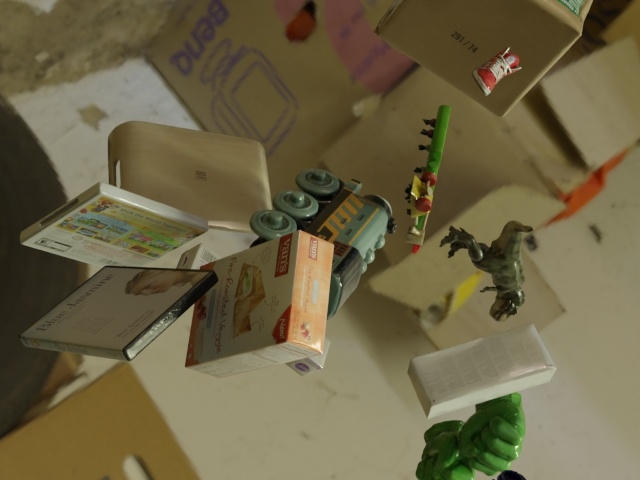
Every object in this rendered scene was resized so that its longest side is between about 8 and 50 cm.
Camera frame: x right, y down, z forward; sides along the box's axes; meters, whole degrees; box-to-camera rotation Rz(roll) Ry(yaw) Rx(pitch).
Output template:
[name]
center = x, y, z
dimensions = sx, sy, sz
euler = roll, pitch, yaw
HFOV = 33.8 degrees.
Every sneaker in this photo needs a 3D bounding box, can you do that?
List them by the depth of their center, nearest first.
[sneaker]
center = 0.274, -0.263, 1.628
dimensions = 0.067, 0.042, 0.118
euler = -28, -166, 21

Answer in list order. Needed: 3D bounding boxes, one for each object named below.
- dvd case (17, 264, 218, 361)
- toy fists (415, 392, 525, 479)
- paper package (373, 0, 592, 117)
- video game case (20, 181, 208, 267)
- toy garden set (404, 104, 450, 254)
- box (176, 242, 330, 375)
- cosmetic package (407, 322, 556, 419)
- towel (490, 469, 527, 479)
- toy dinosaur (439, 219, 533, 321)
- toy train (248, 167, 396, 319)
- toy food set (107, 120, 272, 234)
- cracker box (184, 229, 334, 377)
[dvd case]
center = -0.280, 0.094, 1.449
dimensions = 0.253, 0.022, 0.180
euler = 0, -146, 44
[toy fists]
center = 0.287, 0.400, 2.034
dimensions = 0.279, 0.096, 0.142
euler = -40, -145, 39
[paper package]
center = 0.328, -0.456, 2.102
dimensions = 0.309, 0.324, 0.168
euler = -49, -170, 53
[video game case]
center = -0.333, -0.015, 1.712
dimensions = 0.206, 0.026, 0.227
euler = -27, 149, 33
[toy garden set]
center = 0.173, -0.086, 1.851
dimensions = 0.244, 0.049, 0.204
euler = 96, 8, -54
[box]
center = -0.121, 0.128, 1.887
dimensions = 0.063, 0.324, 0.067
euler = -27, -146, 42
[cosmetic package]
center = 0.281, 0.229, 1.846
dimensions = 0.239, 0.099, 0.060
euler = -14, 146, -13
[towel]
center = 0.272, 0.498, 1.431
dimensions = 0.076, 0.308, 0.228
euler = -6, -165, -4
[toy dinosaur]
center = 0.225, 0.020, 1.411
dimensions = 0.064, 0.118, 0.268
euler = -61, 161, -22
[toy train]
center = 0.000, 0.000, 1.747
dimensions = 0.334, 0.190, 0.142
euler = -48, 158, -53
[toy food set]
center = -0.229, -0.089, 1.904
dimensions = 0.306, 0.220, 0.092
euler = 7, 143, -22
[cracker box]
center = -0.086, 0.091, 1.437
dimensions = 0.067, 0.156, 0.232
euler = 24, 151, -36
